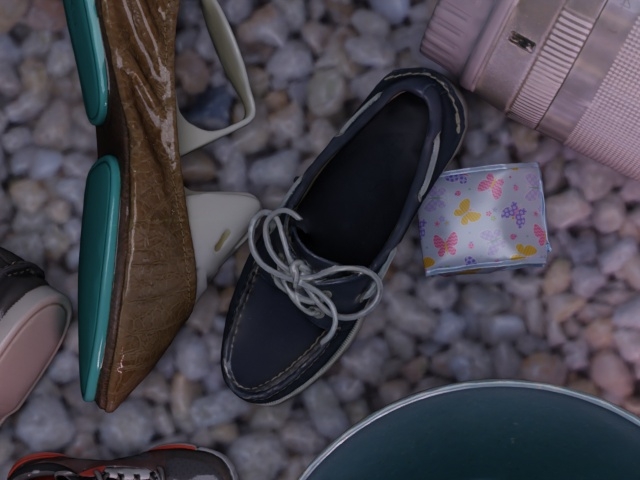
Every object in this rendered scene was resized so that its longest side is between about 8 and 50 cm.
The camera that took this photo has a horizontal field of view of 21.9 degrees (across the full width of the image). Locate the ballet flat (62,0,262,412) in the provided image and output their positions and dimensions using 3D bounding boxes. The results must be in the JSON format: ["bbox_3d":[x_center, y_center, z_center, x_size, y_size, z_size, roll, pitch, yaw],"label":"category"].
[{"bbox_3d":[-0.102,-0.062,1.083,0.124,0.116,0.342,-2,84,-18],"label":"ballet flat"}]

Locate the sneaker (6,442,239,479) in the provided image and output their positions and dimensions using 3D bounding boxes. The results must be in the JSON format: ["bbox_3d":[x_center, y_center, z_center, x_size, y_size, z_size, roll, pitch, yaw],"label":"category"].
[{"bbox_3d":[-0.133,0.168,1.085,0.158,0.065,0.061,-4,88,2],"label":"sneaker"}]

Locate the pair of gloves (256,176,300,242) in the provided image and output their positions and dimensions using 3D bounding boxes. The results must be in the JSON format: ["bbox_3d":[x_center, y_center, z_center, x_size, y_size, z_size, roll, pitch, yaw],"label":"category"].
[{"bbox_3d":[0.000,0.000,1.113,0.074,0.010,0.083,32,89,3],"label":"pair of gloves"}]

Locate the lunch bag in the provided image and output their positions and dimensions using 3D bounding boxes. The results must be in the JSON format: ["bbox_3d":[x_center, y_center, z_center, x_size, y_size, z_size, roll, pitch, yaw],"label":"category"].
[{"bbox_3d":[0.108,-0.013,1.089,0.083,0.053,0.071,-8,86,12],"label":"lunch bag"}]

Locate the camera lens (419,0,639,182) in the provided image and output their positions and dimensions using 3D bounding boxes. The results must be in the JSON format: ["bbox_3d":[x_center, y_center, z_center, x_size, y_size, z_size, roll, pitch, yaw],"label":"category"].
[{"bbox_3d":[0.225,-0.142,1.005,0.274,0.219,0.219,27,89,3],"label":"camera lens"}]

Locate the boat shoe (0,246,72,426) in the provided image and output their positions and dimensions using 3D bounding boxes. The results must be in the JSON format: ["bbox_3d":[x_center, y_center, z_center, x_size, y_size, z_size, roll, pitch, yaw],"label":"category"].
[{"bbox_3d":[-0.292,0.146,1.079,0.095,0.112,0.335,34,84,20],"label":"boat shoe"}]

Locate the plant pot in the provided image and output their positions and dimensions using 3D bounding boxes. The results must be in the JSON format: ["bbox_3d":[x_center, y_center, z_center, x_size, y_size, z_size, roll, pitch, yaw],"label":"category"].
[{"bbox_3d":[0.105,0.226,1.009,0.290,0.195,0.290,0,88,2],"label":"plant pot"}]

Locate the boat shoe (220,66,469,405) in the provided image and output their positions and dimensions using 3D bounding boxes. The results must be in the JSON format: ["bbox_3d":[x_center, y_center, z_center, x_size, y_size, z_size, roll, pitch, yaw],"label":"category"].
[{"bbox_3d":[0.008,0.003,1.053,0.095,0.079,0.254,40,106,8],"label":"boat shoe"}]
